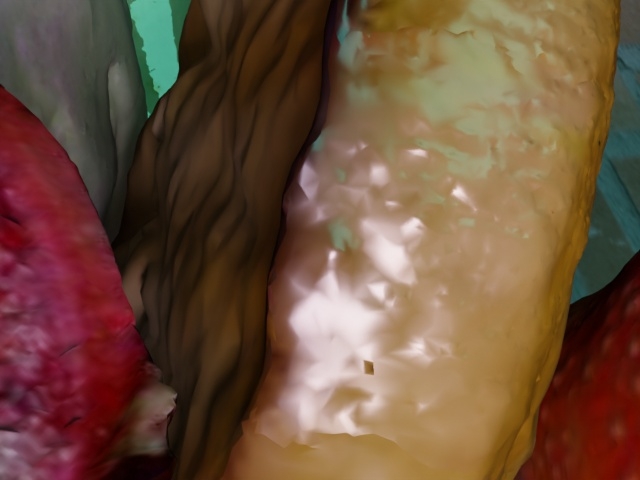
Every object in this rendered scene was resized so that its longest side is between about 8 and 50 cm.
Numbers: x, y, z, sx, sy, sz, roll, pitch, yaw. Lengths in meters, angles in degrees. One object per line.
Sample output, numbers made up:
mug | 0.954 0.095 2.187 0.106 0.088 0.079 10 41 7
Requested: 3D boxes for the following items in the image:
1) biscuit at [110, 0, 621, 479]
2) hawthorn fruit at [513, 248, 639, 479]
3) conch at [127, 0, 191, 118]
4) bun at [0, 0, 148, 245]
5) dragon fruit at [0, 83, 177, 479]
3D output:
biscuit | 0.000 0.000 0.512 0.102 0.296 0.296 18 47 -14
hawthorn fruit | 0.228 0.145 0.793 0.287 0.287 0.330 7 61 -41
conch | -0.080 -0.059 0.803 0.105 0.079 0.170 -7 71 -31
bun | -0.170 -0.083 0.631 0.293 0.187 0.293 22 50 -29
dragon fruit | -0.217 0.099 0.364 0.371 0.249 0.386 -6 43 -14
